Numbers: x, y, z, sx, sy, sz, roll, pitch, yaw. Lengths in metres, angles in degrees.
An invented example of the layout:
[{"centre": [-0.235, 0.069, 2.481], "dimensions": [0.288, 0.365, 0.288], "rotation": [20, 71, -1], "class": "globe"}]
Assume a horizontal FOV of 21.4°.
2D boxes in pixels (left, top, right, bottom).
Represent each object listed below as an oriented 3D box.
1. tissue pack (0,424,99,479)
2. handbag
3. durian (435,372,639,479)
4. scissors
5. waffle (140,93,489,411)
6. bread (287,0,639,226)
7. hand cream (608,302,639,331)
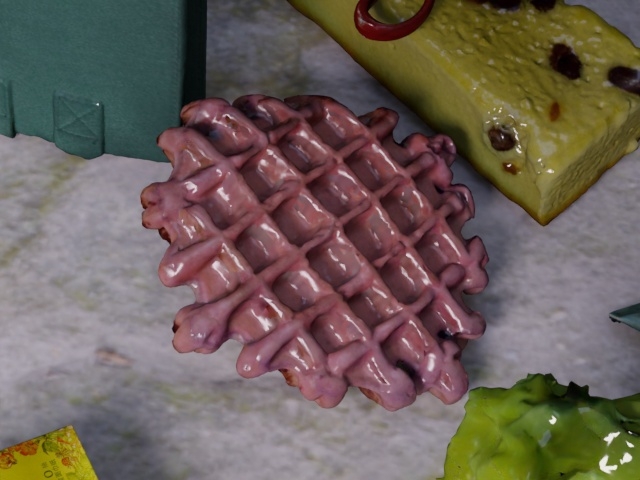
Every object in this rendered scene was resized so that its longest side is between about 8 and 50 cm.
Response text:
[{"centre": [-0.144, 0.198, 0.918], "dimensions": [0.095, 0.062, 0.176], "rotation": [-18, 58, -20], "class": "tissue pack"}, {"centre": [-0.200, -0.171, 1.045], "dimensions": [0.268, 0.274, 0.100], "rotation": [11, 61, 4], "class": "handbag"}, {"centre": [0.233, 0.198, 0.880], "dimensions": [0.339, 0.204, 0.256], "rotation": [18, 10, -44], "class": "durian"}, {"centre": [0.081, -0.235, 1.197], "dimensions": [0.247, 0.017, 0.144], "rotation": [-35, 66, -28], "class": "scissors"}, {"centre": [0.000, 0.000, 1.054], "dimensions": [0.234, 0.055, 0.221], "rotation": [13, 59, -19], "class": "waffle"}, {"centre": [0.080, -0.174, 1.211], "dimensions": [0.138, 0.077, 0.361], "rotation": [-34, 66, -27], "class": "bread"}, {"centre": [0.303, 0.072, 0.992], "dimensions": [0.111, 0.070, 0.312], "rotation": [-17, 24, -22], "class": "hand cream"}]
